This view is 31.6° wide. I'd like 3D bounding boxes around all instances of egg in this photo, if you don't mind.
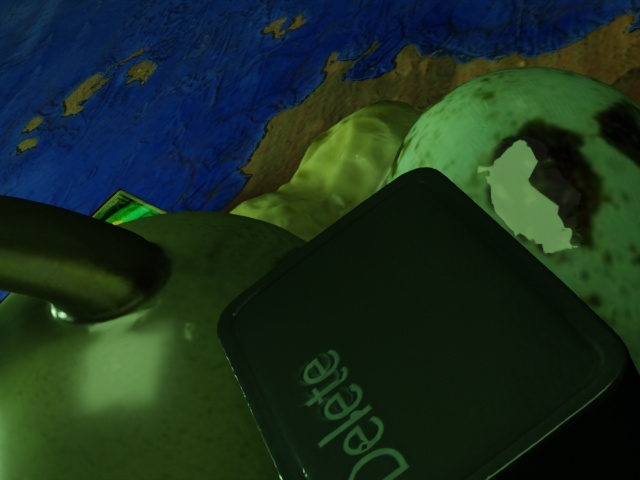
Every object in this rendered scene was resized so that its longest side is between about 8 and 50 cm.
[{"bbox_3d":[0.124,0.004,0.606,0.169,0.169,0.231,-31,43,8],"label":"egg"}]

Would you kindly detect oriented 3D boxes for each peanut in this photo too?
[{"bbox_3d":[0.000,0.000,0.778,0.233,0.110,0.196,-40,21,-11],"label":"peanut"}]

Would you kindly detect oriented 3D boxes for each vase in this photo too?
[{"bbox_3d":[-0.136,0.096,0.575,0.302,0.329,0.241,-20,39,23],"label":"vase"}]

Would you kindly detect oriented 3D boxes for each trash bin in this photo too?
[{"bbox_3d":[0.078,0.110,0.452,0.115,0.225,0.165,-36,32,-1],"label":"trash bin"}]

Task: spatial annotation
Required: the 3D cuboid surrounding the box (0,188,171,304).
[{"bbox_3d":[-0.197,0.073,0.908,0.240,0.071,0.159,-46,31,-15],"label":"box"}]
